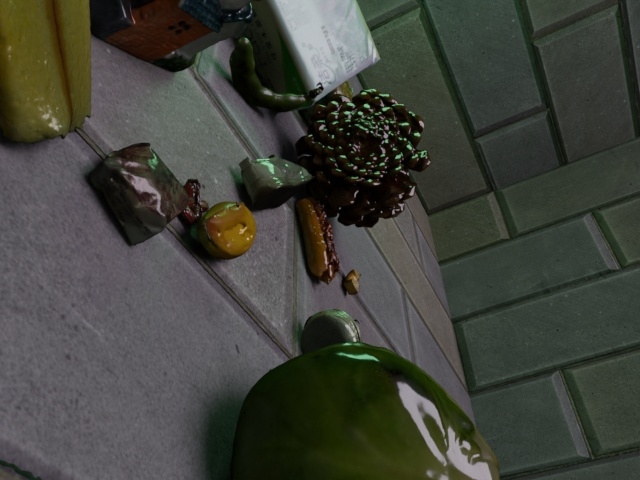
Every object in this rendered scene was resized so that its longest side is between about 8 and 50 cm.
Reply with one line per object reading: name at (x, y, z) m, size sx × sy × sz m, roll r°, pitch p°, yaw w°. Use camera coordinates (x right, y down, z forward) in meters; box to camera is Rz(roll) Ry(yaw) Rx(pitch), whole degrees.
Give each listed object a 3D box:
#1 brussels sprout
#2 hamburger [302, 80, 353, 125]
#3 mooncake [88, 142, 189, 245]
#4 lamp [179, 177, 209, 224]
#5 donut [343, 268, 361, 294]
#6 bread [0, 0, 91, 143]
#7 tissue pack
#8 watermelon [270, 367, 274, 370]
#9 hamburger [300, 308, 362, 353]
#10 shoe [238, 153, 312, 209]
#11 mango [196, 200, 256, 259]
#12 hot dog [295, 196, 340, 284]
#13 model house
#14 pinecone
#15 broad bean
brussels sprout at (0.062, 0.298, 0.842) m, size 0.276 × 0.370 × 0.315 m, roll 99°, pitch -2°, yaw -60°
hamburger at (0.013, -0.471, 1.887) m, size 0.192 × 0.167 × 0.288 m, roll 29°, pitch 44°, yaw -68°
mooncake at (-0.247, -0.076, 0.828) m, size 0.125 × 0.073 × 0.130 m, roll 61°, pitch 17°, yaw -19°
lamp at (-0.214, -0.060, 0.980) m, size 0.063 × 0.031 × 0.083 m, roll 60°, pitch 24°, yaw -25°
donut at (0.092, 0.111, 1.644) m, size 0.038 × 0.067 × 0.083 m, roll 46°, pitch 58°, yaw -16°
bread at (-0.398, -0.296, 0.662) m, size 0.233 × 0.244 × 0.362 m, roll -73°, pitch 169°, yaw -65°
tissue pack at (-0.060, -0.599, 1.596) m, size 0.331 × 0.205 × 0.405 m, roll -42°, pitch 116°, yaw -33°
watermelon at (-0.034, 0.316, 1.033) m, size 0.139 × 0.071 × 0.187 m, roll 52°, pitch 23°, yaw -53°
hamburger at (0.025, 0.211, 1.217) m, size 0.140 × 0.133 × 0.062 m, roll 62°, pitch 25°, yaw 7°
shoe at (-0.097, -0.138, 1.307) m, size 0.098 × 0.103 × 0.275 m, roll 56°, pitch 15°, yaw 3°
mango at (-0.163, -0.016, 1.008) m, size 0.187 × 0.066 × 0.101 m, roll -15°, pitch 105°, yaw -75°
hot dog at (0.000, 0.000, 1.470) m, size 0.102 × 0.076 × 0.249 m, roll 47°, pitch 26°, yaw -58°
model house at (-0.213, -0.434, 0.988) m, size 0.271 × 0.300 × 0.190 m, roll 0°, pitch 77°, yaw -72°
pinecone at (0.114, -0.198, 1.625) m, size 0.384 × 0.384 × 0.385 m, roll 56°, pitch 22°, yaw -36°
broad bean at (-0.129, -0.382, 1.416) m, size 0.291 × 0.144 × 0.049 m, roll 19°, pitch 44°, yaw -47°
